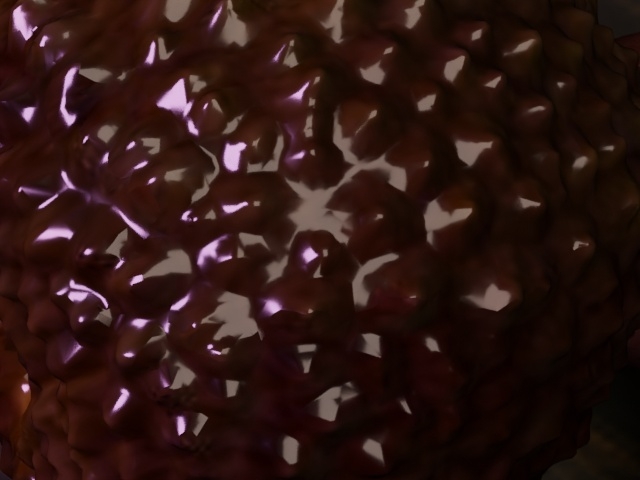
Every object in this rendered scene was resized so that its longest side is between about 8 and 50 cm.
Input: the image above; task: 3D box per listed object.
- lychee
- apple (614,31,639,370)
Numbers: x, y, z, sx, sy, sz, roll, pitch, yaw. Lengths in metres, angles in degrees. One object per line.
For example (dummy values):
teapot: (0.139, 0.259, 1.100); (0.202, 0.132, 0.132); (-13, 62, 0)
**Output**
lychee: (0.000, 0.000, 0.544); (0.267, 0.267, 0.267); (4, 76, -15)
apple: (0.157, -0.018, 0.663); (0.153, 0.120, 0.153); (3, 77, -16)
